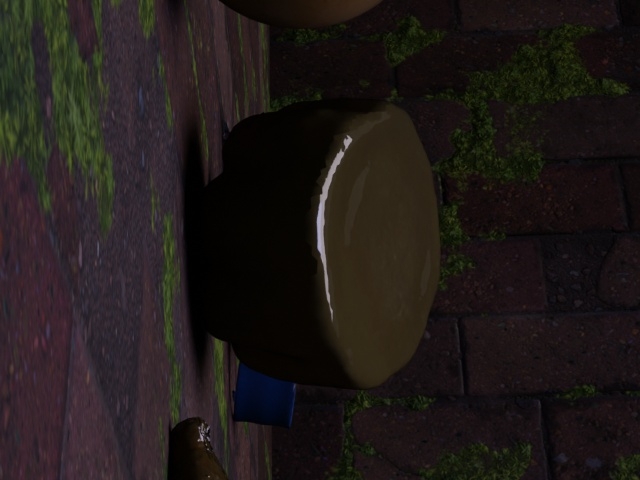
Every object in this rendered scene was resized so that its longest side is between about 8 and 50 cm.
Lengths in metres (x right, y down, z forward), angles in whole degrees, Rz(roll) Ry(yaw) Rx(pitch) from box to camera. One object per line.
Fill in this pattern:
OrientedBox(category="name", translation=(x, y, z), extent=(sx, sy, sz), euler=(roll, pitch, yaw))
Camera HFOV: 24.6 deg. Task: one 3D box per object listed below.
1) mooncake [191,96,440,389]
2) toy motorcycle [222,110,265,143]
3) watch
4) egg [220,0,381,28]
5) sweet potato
OrientedBox(category="mooncake", translation=(0.000, 0.000, 1.870), extent=(0.378, 0.201, 0.378), euler=(-11, 103, -61))
OrientedBox(category="toy motorcycle", translation=(-0.109, -0.123, 2.368), extent=(0.058, 0.100, 0.173), euler=(94, -4, -87))
OrientedBox(category="watch", translation=(-0.075, 0.209, 2.391), extent=(0.196, 0.171, 0.200), euler=(-47, 148, -72))
OrientedBox(category="egg", translation=(-0.020, -0.391, 1.676), extent=(0.374, 0.301, 0.301), euler=(-80, 169, -68))
OrientedBox(category="sweet potato", translation=(-0.107, 0.309, 1.434), extent=(0.112, 0.085, 0.285), euler=(79, 7, -58))
